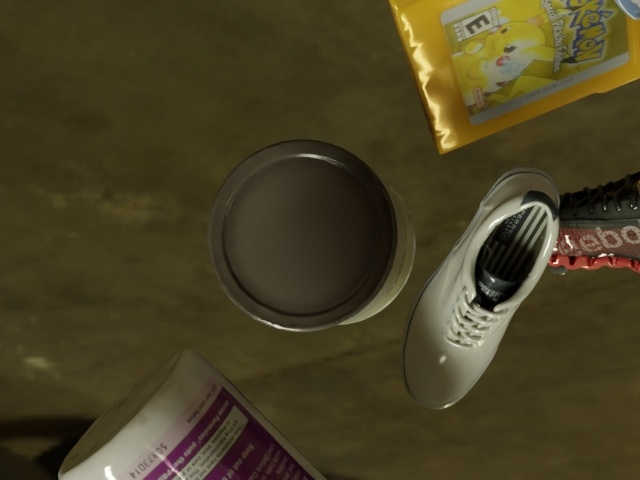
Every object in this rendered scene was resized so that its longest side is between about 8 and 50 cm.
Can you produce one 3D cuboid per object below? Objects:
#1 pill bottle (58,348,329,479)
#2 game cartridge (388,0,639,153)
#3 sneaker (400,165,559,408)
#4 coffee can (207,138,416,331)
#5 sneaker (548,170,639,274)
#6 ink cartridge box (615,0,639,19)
[{"bbox_3d":[-0.068,0.252,1.202,0.301,0.169,0.169,46,141,-8],"label":"pill bottle"},{"bbox_3d":[0.243,-0.230,1.420,0.324,0.052,0.285,-20,149,5],"label":"game cartridge"},{"bbox_3d":[0.142,0.051,1.288,0.094,0.258,0.091,22,-161,0],"label":"sneaker"},{"bbox_3d":[0.000,0.000,1.577,0.201,0.201,0.275,-7,177,8],"label":"coffee can"},{"bbox_3d":[0.326,-0.026,1.544,0.276,0.097,0.135,10,127,17],"label":"sneaker"},{"bbox_3d":[0.226,-0.402,1.124,0.270,0.395,0.151,-41,140,9],"label":"ink cartridge box"}]
